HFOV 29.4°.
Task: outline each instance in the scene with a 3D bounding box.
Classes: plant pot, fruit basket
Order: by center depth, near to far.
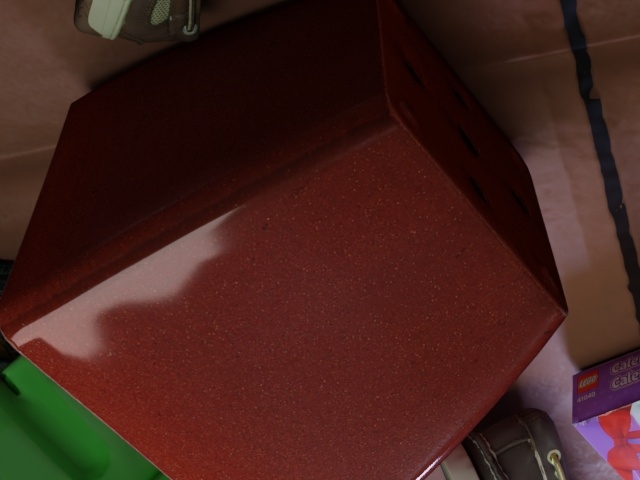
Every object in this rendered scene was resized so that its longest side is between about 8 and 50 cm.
[{"bbox_3d":[0.000,0.000,0.767,0.235,0.267,0.267,-32,118,20],"label":"plant pot"},{"bbox_3d":[-0.182,0.279,0.986,0.392,0.283,0.392,35,151,23],"label":"fruit basket"}]

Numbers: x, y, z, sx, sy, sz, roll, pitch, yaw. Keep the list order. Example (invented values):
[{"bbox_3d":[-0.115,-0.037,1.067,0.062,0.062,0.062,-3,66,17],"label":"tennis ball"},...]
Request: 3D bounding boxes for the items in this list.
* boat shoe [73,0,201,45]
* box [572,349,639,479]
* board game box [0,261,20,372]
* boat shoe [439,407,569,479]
[{"bbox_3d":[-0.067,-0.217,0.697,0.095,0.095,0.257,13,141,-17],"label":"boat shoe"},{"bbox_3d":[0.361,0.178,0.962,0.201,0.057,0.293,-27,121,31],"label":"box"},{"bbox_3d":[-0.204,0.074,1.022,0.186,0.026,0.126,4,132,9],"label":"board game box"},{"bbox_3d":[0.195,0.271,1.051,0.096,0.116,0.324,-28,124,-1],"label":"boat shoe"}]
